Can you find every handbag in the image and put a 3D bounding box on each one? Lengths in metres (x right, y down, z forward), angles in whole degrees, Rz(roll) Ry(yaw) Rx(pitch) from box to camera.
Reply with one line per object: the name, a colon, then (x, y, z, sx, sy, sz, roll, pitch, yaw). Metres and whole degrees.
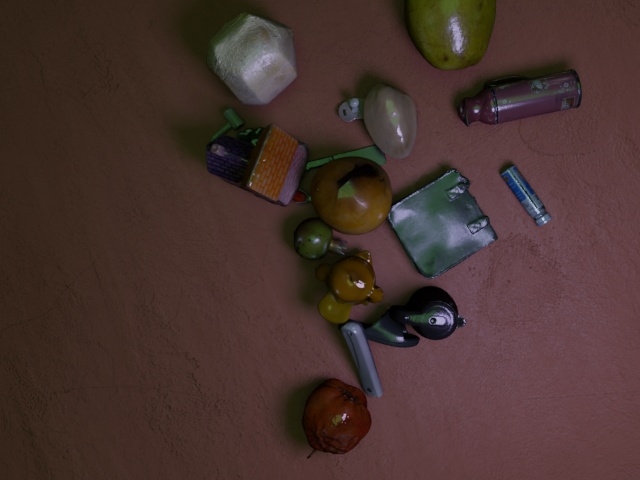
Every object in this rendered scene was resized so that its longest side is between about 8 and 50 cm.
handbag: (0.350, -0.048, 1.852, 0.260, 0.079, 0.247, -31, 88, 4)

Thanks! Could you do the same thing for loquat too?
loquat: (0.089, -0.127, 1.800, 0.235, 0.235, 0.235, 0, 91, 5)

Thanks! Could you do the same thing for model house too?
model house: (-0.181, -0.239, 1.804, 0.237, 0.237, 0.202, 25, 89, 13)

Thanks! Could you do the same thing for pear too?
pear: (0.358, -0.626, 1.763, 0.253, 0.253, 0.307, -12, 102, 5)

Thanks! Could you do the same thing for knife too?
knife: (0.119, 0.343, 1.844, 0.073, 0.040, 0.265, -1, 121, 37)
knife: (0.073, -0.228, 1.905, 0.245, 0.019, 0.072, -12, 91, 3)

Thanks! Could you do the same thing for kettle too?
kettle: (0.294, 0.201, 1.781, 0.202, 0.232, 0.144, 11, 91, 5)

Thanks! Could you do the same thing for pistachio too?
pistachio: (0.207, -0.346, 1.839, 0.152, 0.126, 0.223, -22, 99, 10)

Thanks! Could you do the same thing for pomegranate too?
pomegranate: (-0.001, -0.008, 1.862, 0.159, 0.129, 0.129, -8, 90, -6)

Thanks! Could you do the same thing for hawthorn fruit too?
hawthorn fruit: (0.030, 0.533, 1.832, 0.207, 0.207, 0.243, 31, 101, 4)

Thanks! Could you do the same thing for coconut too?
coconut: (-0.186, -0.527, 1.821, 0.247, 0.245, 0.245, -44, 87, 3)

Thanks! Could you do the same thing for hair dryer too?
hair dryer: (-0.294, -0.339, 1.932, 0.124, 0.038, 0.063, -38, 86, 12)

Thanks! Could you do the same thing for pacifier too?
pacifier: (0.099, -0.394, 1.872, 0.099, 0.078, 0.081, -12, 69, 6)

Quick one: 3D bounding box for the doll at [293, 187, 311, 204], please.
doll: (-0.066, -0.131, 1.909, 0.114, 0.039, 0.057, 14, 70, 13)

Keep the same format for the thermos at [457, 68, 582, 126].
thermos: (0.552, -0.410, 1.813, 0.330, 0.109, 0.136, -11, 90, 5)

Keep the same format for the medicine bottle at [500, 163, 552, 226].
medicine bottle: (0.592, -0.130, 1.842, 0.051, 0.051, 0.191, -34, 88, 5)

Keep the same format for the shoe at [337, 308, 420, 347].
shoe: (0.173, 0.243, 1.857, 0.241, 0.108, 0.093, 11, 95, 8)

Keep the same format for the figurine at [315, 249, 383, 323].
figurine: (0.081, 0.119, 1.802, 0.215, 0.228, 0.215, 6, 113, 14)
